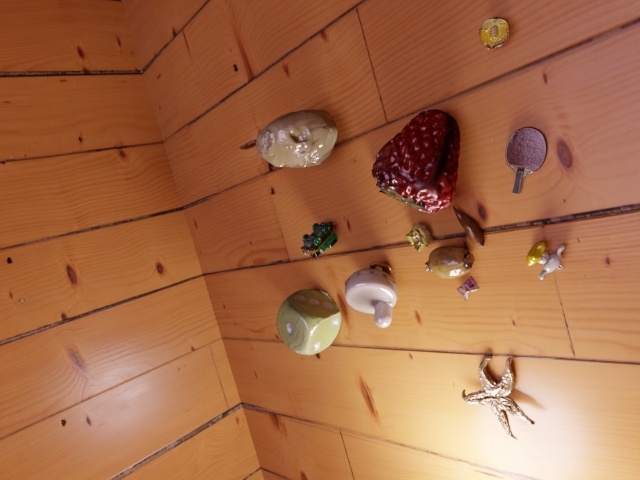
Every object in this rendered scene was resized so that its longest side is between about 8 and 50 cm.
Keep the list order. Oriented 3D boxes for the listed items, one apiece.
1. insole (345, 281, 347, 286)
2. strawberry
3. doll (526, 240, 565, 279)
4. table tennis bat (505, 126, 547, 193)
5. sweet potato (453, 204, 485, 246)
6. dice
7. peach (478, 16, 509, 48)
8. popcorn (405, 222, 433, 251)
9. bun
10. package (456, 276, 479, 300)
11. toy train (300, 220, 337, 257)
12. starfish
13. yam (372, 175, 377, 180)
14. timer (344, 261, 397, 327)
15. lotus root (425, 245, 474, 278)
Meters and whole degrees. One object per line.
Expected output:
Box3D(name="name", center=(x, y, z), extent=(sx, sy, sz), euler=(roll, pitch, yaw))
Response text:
Box3D(name="insole", center=(0.211, 0.227, 2.225), extent=(0.253, 0.005, 0.086), euler=(-4, 101, 48))
Box3D(name="strawberry", center=(0.374, -0.294, 1.697), extent=(0.317, 0.295, 0.345), euler=(31, 93, 56))
Box3D(name="doll", center=(0.747, 0.056, 1.545), extent=(0.113, 0.071, 0.135), euler=(53, 132, 8))
Box3D(name="table tennis bat", center=(0.669, -0.261, 1.541), extent=(0.130, 0.019, 0.221), euler=(23, 119, 40))
Box3D(name="sweet potato", center=(0.546, -0.057, 1.727), extent=(0.195, 0.056, 0.056), euler=(60, 138, 19))
Box3D(name="dice", center=(-0.060, 0.414, 2.401), extent=(0.252, 0.249, 0.255), euler=(36, 128, 32))
Box3D(name="peach", center=(0.554, -0.660, 1.483), extent=(0.098, 0.061, 0.098), euler=(20, 134, 21))
Box3D(name="popcorn", center=(0.398, -0.015, 1.878), extent=(0.096, 0.089, 0.109), euler=(16, 113, 31))
Box3D(name="bun", center=(-0.099, -0.429, 2.071), extent=(0.326, 0.361, 0.235), euler=(-141, 34, -88))
Box3D(name="package", center=(0.568, 0.186, 1.809), extent=(0.083, 0.029, 0.059), euler=(-52, 58, 32))
Box3D(name="toy train", center=(0.000, 0.000, 2.232), extent=(0.091, 0.228, 0.136), euler=(10, 142, 44))
Box3D(name="starfish", center=(0.696, 0.604, 1.805), extent=(0.302, 0.060, 0.299), euler=(56, 131, 25))
Box3D(name="yam", center=(0.291, -0.331, 1.899), extent=(0.057, 0.056, 0.241), euler=(55, 135, 17))
Box3D(name="timer", center=(0.221, 0.242, 2.038), extent=(0.233, 0.240, 0.234), euler=(6, 138, 5))
Box3D(name="lotus root", center=(0.483, 0.085, 1.801), extent=(0.220, 0.118, 0.125), euler=(-14, 77, 46))
